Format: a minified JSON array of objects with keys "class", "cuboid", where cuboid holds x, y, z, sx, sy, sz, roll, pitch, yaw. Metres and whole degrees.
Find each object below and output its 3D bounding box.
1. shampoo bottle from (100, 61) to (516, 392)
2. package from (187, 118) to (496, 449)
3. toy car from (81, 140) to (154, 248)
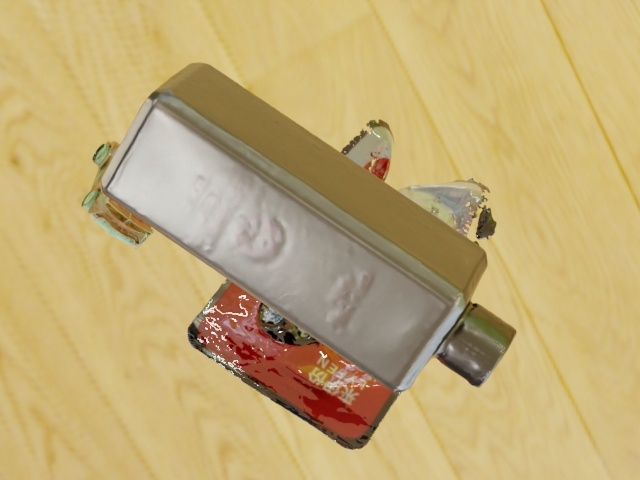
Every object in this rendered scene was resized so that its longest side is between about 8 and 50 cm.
[{"class":"shampoo bottle","cuboid":[0.000,0.000,0.995,0.246,0.079,0.080,34,117,2]},{"class":"package","cuboid":[0.029,0.031,1.561,0.194,0.071,0.269,31,89,16]},{"class":"toy car","cuboid":[-0.157,-0.042,1.410,0.059,0.122,0.035,37,120,-22]}]
